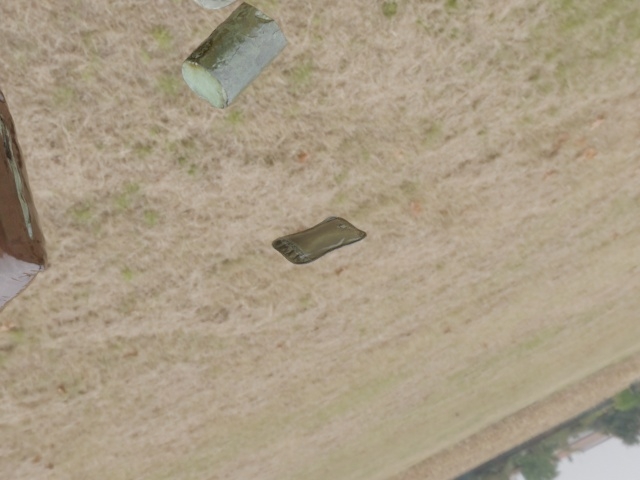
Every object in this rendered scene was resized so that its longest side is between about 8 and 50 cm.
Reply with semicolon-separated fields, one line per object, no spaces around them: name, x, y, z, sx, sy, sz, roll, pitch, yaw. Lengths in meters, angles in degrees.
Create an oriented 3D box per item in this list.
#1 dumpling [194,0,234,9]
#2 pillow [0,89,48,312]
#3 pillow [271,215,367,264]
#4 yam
dumpling;-0.238;-0.576;1.308;0.118;0.136;0.199;3;-170;31
pillow;-0.519;-0.022;0.894;0.305;0.307;0.108;-35;159;30
pillow;0.000;-0.001;1.409;0.218;0.130;0.033;-20;128;-30
yam;-0.213;-0.474;1.520;0.268;0.161;0.161;-49;158;-14
